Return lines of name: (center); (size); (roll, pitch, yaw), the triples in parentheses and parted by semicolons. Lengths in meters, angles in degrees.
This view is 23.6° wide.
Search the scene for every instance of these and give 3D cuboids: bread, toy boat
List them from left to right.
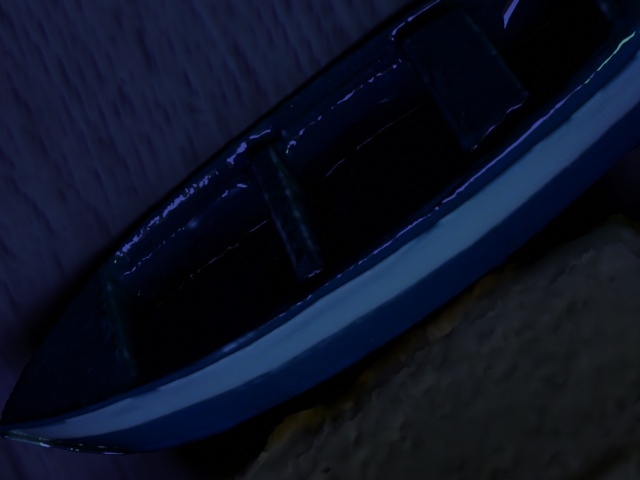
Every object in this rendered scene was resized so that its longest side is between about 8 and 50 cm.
toy boat: (0.000, 0.000, 0.594); (0.299, 0.096, 0.062); (-36, 137, 12)
bread: (0.118, 0.164, 0.650); (0.279, 0.207, 0.279); (-41, 138, 24)
